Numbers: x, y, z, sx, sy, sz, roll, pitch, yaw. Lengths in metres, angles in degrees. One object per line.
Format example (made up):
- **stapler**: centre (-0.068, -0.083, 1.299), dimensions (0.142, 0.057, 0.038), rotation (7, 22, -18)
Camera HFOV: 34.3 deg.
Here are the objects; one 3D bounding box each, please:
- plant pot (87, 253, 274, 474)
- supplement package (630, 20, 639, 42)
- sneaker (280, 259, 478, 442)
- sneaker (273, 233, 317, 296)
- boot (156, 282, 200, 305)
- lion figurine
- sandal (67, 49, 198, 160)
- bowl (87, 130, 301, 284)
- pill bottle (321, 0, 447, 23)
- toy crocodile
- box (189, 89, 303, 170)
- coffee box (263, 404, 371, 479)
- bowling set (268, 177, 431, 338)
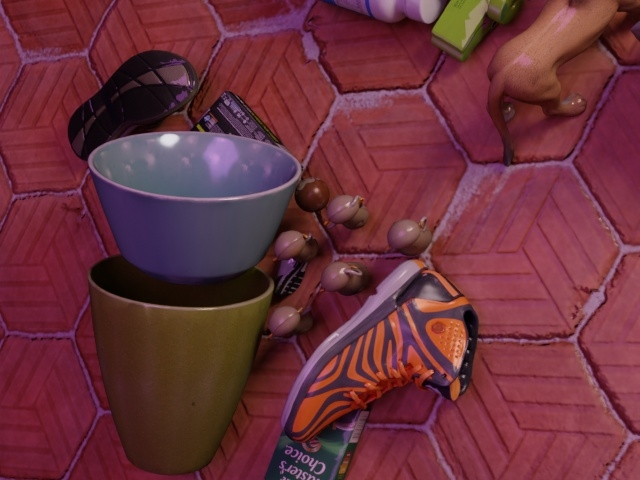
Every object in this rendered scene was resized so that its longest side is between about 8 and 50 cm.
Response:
- **plant pot**: centre (-0.218, 0.193, 1.572), dimensions (0.274, 0.274, 0.294), rotation (13, 107, 27)
- **supplement package**: centre (0.559, -0.274, 1.284), dimensions (0.262, 0.145, 0.204), rotation (-40, 92, 14)
- **sneaker**: centre (0.097, 0.190, 1.457), dimensions (0.180, 0.124, 0.321), rotation (40, 87, 24)
- **sneaker**: centre (-0.046, 0.038, 1.624), dimensions (0.043, 0.040, 0.109), rotation (30, 90, 40)
- **boot**: centre (-0.269, 0.010, 1.722), dimensions (0.106, 0.082, 0.219), rotation (-18, 77, 5)
- **lion figurine**: centre (0.326, -0.287, 1.382), dimensions (0.142, 0.240, 0.392), rotation (34, 97, 26)
- **sandal**: centre (-0.318, -0.232, 1.776), dimensions (0.302, 0.086, 0.120), rotation (-24, 77, 36)
- **bowl**: centre (-0.187, -0.043, 1.539), dimensions (0.311, 0.311, 0.163), rotation (17, 116, 27)
- **pill bottle**: centre (0.083, -0.405, 1.584), dimensions (0.221, 0.124, 0.124), rotation (24, 92, 26)
- **toy crocodile**: centre (0.274, -0.422, 1.517), dimensions (0.115, 0.105, 0.341), rotation (32, 101, 26)
- **box**: centre (-0.150, -0.117, 1.693), dimensions (0.184, 0.045, 0.191), rotation (-48, 66, 14)
- **coffee box**: centre (-0.008, 0.312, 1.554), dimensions (0.113, 0.040, 0.184), rotation (23, 92, 27)
- **bowling set**: centre (0.000, 0.000, 1.509), dimensions (0.287, 0.154, 0.200), rotation (-39, 78, 8)
